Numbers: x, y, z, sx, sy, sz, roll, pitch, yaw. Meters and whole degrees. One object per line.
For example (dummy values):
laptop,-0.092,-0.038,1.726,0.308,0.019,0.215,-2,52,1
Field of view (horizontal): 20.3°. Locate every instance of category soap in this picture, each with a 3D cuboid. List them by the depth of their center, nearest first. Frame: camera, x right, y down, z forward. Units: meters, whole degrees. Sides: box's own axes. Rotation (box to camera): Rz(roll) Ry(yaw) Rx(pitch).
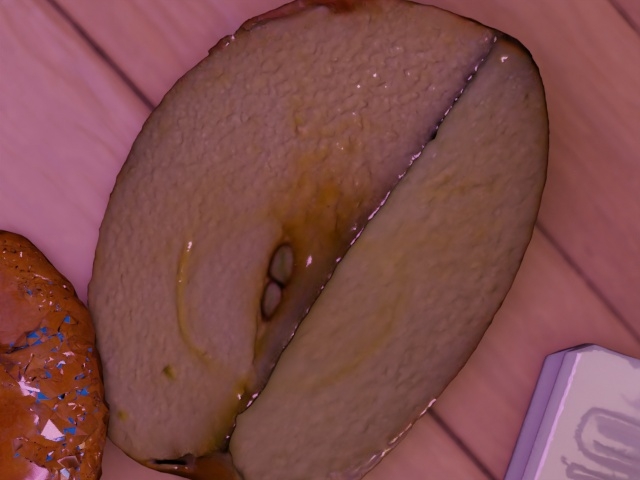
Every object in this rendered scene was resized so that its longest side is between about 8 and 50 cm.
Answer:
soap,0.184,0.174,1.198,0.119,0.066,0.198,20,88,-8

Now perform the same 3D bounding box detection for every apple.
apple,0.000,0.000,1.112,0.254,0.179,0.346,30,102,-11

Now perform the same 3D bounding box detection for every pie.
pie,-0.249,0.111,1.113,0.273,0.069,0.273,-2,73,7
